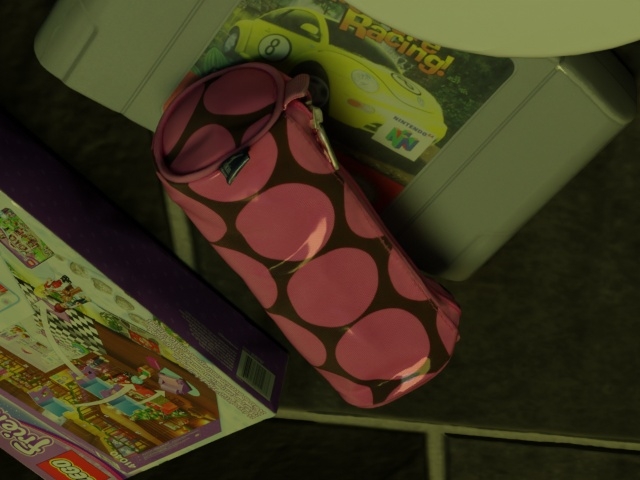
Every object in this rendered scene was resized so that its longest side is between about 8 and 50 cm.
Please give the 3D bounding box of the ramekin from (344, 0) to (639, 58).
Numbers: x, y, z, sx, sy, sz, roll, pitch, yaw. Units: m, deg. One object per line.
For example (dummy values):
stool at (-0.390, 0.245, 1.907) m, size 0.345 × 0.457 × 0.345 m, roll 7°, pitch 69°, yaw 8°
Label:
ramekin at (0.090, -0.209, 0.784) m, size 0.277 × 0.135 × 0.277 m, roll 7°, pitch 137°, yaw 6°

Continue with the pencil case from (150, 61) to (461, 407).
pencil case at (0.000, 0.000, 0.993) m, size 0.098 × 0.095 × 0.209 m, roll -27°, pitch 128°, yaw 15°

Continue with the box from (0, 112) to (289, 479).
box at (-0.192, 0.045, 1.184) m, size 0.201 × 0.057 × 0.293 m, roll -26°, pitch 125°, yaw 34°

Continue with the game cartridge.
game cartridge at (0.012, -0.099, 0.985) m, size 0.294 × 0.060 × 0.196 m, roll 27°, pitch 132°, yaw -15°
